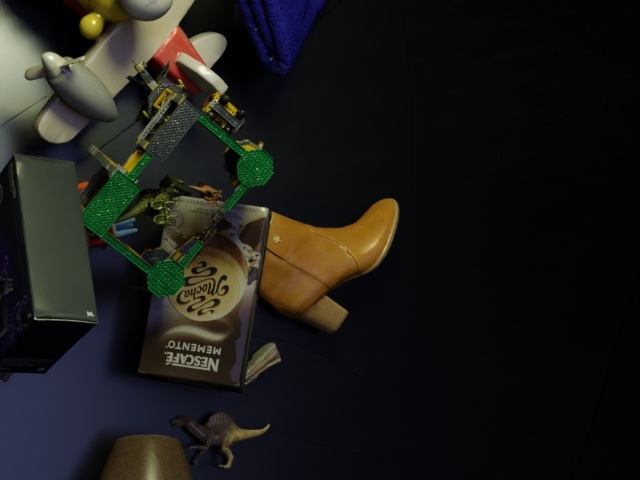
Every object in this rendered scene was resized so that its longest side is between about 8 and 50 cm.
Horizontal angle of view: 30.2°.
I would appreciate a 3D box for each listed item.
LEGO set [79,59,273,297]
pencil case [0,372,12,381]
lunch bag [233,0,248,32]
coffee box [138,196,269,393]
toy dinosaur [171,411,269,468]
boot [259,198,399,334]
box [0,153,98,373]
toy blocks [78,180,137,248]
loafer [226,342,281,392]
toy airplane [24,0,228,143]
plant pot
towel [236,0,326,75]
[{"bbox_3d":[-0.251,-0.095,1.844,0.255,0.192,0.331,31,93,-30],"label":"LEGO set"},{"bbox_3d":[-0.552,0.097,1.765,0.284,0.124,0.124,33,69,-20],"label":"pencil case"},{"bbox_3d":[-0.112,-0.414,2.114,0.067,0.065,0.098,9,79,-28],"label":"lunch bag"},{"bbox_3d":[-0.186,0.090,1.940,0.168,0.119,0.297,8,78,1],"label":"coffee box"},{"bbox_3d":[-0.160,0.336,1.992,0.183,0.053,0.093,12,76,-27],"label":"toy dinosaur"},{"bbox_3d":[-0.001,0.001,2.098,0.211,0.104,0.295,36,72,-21],"label":"boot"},{"bbox_3d":[-0.417,0.036,1.704,0.103,0.184,0.261,8,57,-39],"label":"box"},{"bbox_3d":[-0.378,-0.043,1.923,0.148,0.054,0.123,-15,89,-31],"label":"toy blocks"},{"bbox_3d":[-0.115,0.227,2.039,0.125,0.045,0.039,-40,109,-30],"label":"loafer"},{"bbox_3d":[-0.289,-0.359,1.886,0.384,0.272,0.386,-7,95,-25],"label":"toy airplane"},{"bbox_3d":[-0.272,0.428,1.847,0.215,0.215,0.230,11,64,-27],"label":"plant pot"},{"bbox_3d":[-0.050,-0.457,2.046,0.308,0.076,0.228,-67,144,-43],"label":"towel"}]
